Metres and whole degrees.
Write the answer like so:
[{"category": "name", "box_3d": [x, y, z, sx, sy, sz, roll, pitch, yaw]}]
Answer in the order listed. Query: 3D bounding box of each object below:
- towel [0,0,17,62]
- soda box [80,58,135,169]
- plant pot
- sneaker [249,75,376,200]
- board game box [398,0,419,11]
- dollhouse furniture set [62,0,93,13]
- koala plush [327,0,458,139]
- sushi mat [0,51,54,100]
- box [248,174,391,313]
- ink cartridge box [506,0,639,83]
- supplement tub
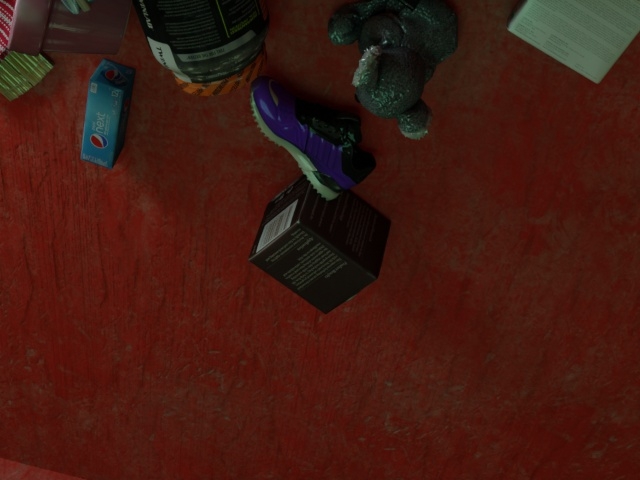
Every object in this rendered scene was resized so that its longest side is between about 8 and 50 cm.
[{"category": "towel", "box_3d": [-0.652, -0.399, 1.942, 0.199, 0.031, 0.275, 40, 132, -22]}, {"category": "soda box", "box_3d": [-0.406, -0.238, 2.030, 0.067, 0.071, 0.210, 19, 137, -2]}, {"category": "plant pot", "box_3d": [-0.418, -0.397, 1.799, 0.180, 0.201, 0.201, 13, 139, -18]}, {"category": "sneaker", "box_3d": [-0.001, -0.208, 1.931, 0.146, 0.102, 0.293, -22, 129, 28]}, {"category": "board game box", "box_3d": [0.071, -0.478, 1.632, 0.259, 0.030, 0.136, 36, 137, 0]}, {"category": "dollhouse furniture set", "box_3d": [-0.454, -0.421, 1.540, 0.198, 0.286, 0.303, -18, 132, 17]}, {"category": "koala plush", "box_3d": [0.119, -0.282, 1.721, 0.203, 0.221, 0.196, -23, 124, 33]}, {"category": "sushi mat", "box_3d": [-0.651, -0.397, 1.979, 0.151, 0.019, 0.316, -26, 123, 34]}, {"category": "box", "box_3d": [0.000, 0.000, 2.082, 0.203, 0.167, 0.168, 36, 132, -20]}, {"category": "ink cartridge box", "box_3d": [0.428, -0.382, 1.669, 0.181, 0.056, 0.225, 28, 117, -12]}, {"category": "supplement tub", "box_3d": [-0.202, -0.412, 1.696, 0.207, 0.207, 0.338, 0, 133, 17]}]
